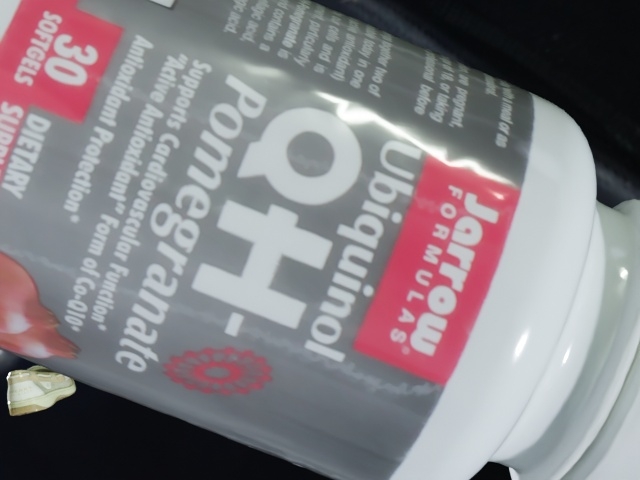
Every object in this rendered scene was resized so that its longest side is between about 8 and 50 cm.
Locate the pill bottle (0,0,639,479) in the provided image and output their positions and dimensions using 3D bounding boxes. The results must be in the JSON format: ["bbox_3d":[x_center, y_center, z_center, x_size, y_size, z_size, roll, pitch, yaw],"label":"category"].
[{"bbox_3d":[0.000,0.000,0.538,0.318,0.176,0.176,22,-47,-4],"label":"pill bottle"}]

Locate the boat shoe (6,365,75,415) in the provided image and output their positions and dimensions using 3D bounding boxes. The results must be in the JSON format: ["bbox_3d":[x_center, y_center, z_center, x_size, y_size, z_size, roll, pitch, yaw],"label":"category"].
[{"bbox_3d":[-0.305,0.153,1.437,0.056,0.153,0.048,-12,-87,7],"label":"boat shoe"}]
